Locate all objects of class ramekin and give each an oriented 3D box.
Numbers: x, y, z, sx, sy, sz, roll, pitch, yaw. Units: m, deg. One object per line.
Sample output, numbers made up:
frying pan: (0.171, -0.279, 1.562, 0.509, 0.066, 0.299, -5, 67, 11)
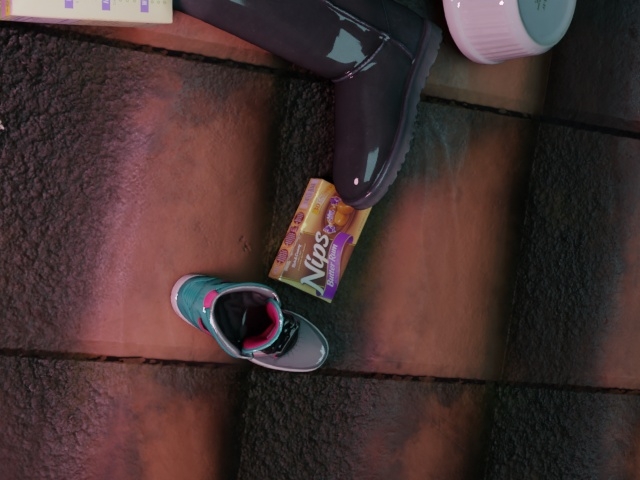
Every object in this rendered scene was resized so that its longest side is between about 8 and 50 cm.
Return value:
ramekin: (0.331, -0.434, 2.005, 0.273, 0.127, 0.272, -11, 105, -48)

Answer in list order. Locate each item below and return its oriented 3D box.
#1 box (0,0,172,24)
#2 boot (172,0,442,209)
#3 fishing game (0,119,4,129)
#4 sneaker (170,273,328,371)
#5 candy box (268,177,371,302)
box: (-0.351, -0.432, 1.760, 0.243, 0.117, 0.213, -2, 97, -25)
boot: (-0.045, -0.299, 1.882, 0.445, 0.146, 0.367, 28, 69, -29)
fishing game: (-0.612, -0.166, 1.697, 0.264, 0.041, 0.189, 33, 97, -23)
sneaker: (-0.086, 0.143, 1.908, 0.296, 0.178, 0.123, 26, 85, -25)
candy box: (0.000, 0.000, 2.001, 0.109, 0.053, 0.186, 26, 83, -24)
